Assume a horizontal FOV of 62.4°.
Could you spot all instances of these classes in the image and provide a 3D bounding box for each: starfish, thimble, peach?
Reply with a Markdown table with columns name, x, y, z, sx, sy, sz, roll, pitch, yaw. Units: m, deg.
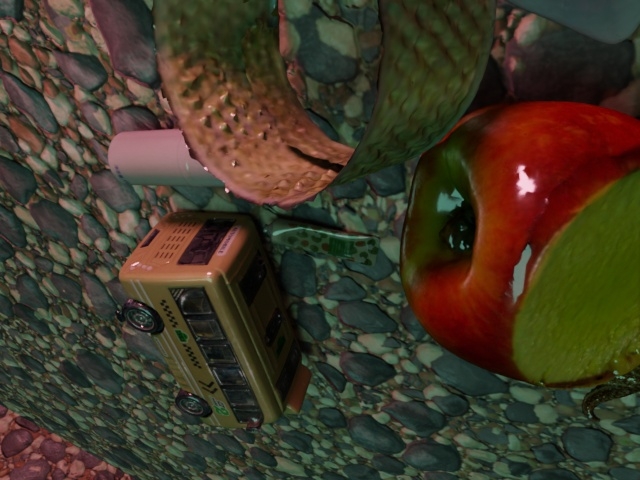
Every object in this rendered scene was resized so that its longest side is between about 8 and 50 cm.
| name | x | y | z | sx | sy | sz | roll | pitch | yaw |
| --- | --- | --- | --- | --- | --- | --- | --- | --- | --- |
| starfish | 0.393 | 0.161 | 0.658 | 0.238 | 0.057 | 0.213 | -30 | 130 | 35 |
| thimble | -0.009 | -0.172 | 0.428 | 0.271 | 0.150 | 0.270 | 22 | 123 | 40 |
| peach | 0.215 | -0.004 | 0.484 | 0.275 | 0.245 | 0.248 | 17 | 135 | -24 |

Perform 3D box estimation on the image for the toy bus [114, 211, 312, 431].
| name | x | y | z | sx | sy | sz | roll | pitch | yaw |
| --- | --- | --- | --- | --- | --- | --- | --- | --- | --- |
| toy bus | -0.153 | 0.140 | 0.844 | 0.202 | 0.177 | 0.365 | -1 | 128 | 19 |

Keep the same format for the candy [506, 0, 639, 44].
| name | x | y | z | sx | sy | sz | roll | pitch | yaw |
| --- | --- | --- | --- | --- | --- | --- | --- | --- | --- |
| candy | 0.211 | -0.244 | 0.382 | 0.138 | 0.071 | 0.174 | 25 | 137 | 2 |

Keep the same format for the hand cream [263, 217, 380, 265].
| name | x | y | z | sx | sy | sz | roll | pitch | yaw |
| --- | --- | --- | --- | --- | --- | --- | --- | --- | --- |
| hand cream | 0.000 | 0.000 | 0.746 | 0.165 | 0.037 | 0.057 | 13 | 135 | 7 |

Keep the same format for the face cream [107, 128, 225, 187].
| name | x | y | z | sx | sy | sz | roll | pitch | yaw |
| --- | --- | --- | --- | --- | --- | --- | --- | --- | --- |
| face cream | -0.154 | -0.107 | 0.684 | 0.250 | 0.077 | 0.077 | 4 | 131 | 24 |
